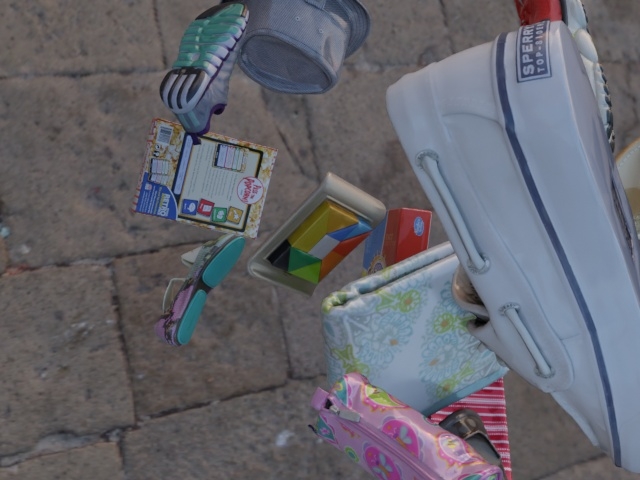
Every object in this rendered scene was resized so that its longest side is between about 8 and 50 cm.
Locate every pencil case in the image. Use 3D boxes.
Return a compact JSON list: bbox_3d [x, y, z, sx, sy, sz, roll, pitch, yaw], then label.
[{"bbox_3d":[0.115,0.296,1.359,0.124,0.284,0.124,-32,139,-34],"label":"pencil case"}]

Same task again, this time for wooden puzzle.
[{"bbox_3d":[0.000,0.000,1.806,0.221,0.238,0.044,26,19,-53],"label":"wooden puzzle"}]

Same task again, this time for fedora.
[{"bbox_3d":[-0.047,-0.334,1.657,0.275,0.244,0.124,26,52,-36],"label":"fedora"}]

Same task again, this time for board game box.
[{"bbox_3d":[0.142,0.097,1.981,0.064,0.242,0.316,7,87,-13],"label":"board game box"},{"bbox_3d":[-0.177,-0.093,1.478,0.194,0.045,0.146,14,92,-19],"label":"board game box"}]

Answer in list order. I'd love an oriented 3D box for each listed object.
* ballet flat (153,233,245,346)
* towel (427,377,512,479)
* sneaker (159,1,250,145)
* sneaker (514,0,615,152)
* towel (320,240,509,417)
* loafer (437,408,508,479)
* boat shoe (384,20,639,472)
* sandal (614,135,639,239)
[{"bbox_3d":[-0.211,0.070,1.609,0.221,0.079,0.077,-61,154,-14],"label":"ballet flat"},{"bbox_3d":[0.313,0.388,2.068,0.199,0.031,0.274,8,63,-16],"label":"towel"},{"bbox_3d":[-0.155,-0.240,1.363,0.098,0.083,0.223,70,36,-47],"label":"sneaker"},{"bbox_3d":[0.222,-0.194,1.010,0.107,0.118,0.279,67,14,-50],"label":"sneaker"},{"bbox_3d":[0.175,0.166,1.687,0.375,0.090,0.320,-23,126,-21],"label":"towel"},{"bbox_3d":[0.290,0.424,1.784,0.134,0.130,0.366,-39,141,2],"label":"loafer"},{"bbox_3d":[0.104,0.017,0.449,0.095,0.084,0.258,-72,144,-49],"label":"boat shoe"},{"bbox_3d":[0.343,-0.067,0.908,0.240,0.079,0.088,-46,123,-24],"label":"sandal"}]
